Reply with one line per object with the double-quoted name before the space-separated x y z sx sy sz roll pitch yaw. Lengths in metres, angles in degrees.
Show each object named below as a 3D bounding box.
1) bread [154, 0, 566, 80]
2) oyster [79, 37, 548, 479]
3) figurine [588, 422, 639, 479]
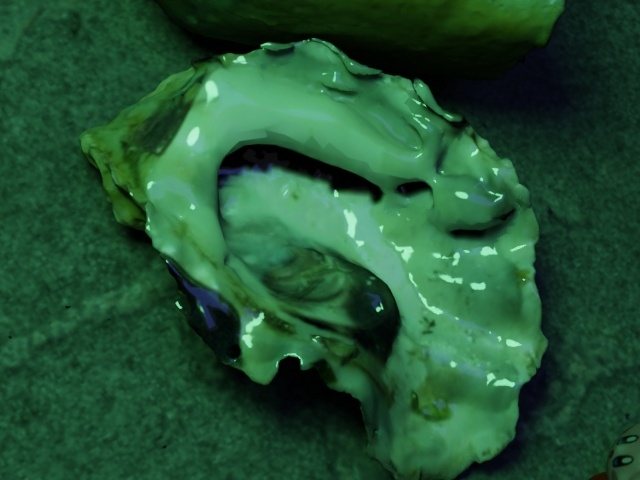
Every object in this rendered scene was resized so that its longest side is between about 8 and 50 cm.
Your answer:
"bread" -0.030 -0.271 1.251 0.264 0.239 0.395 -15 77 -27
"oyster" 0.000 0.000 1.229 0.351 0.115 0.238 26 71 -1
"figurine" 0.230 0.155 1.259 0.067 0.071 0.083 34 61 -4
